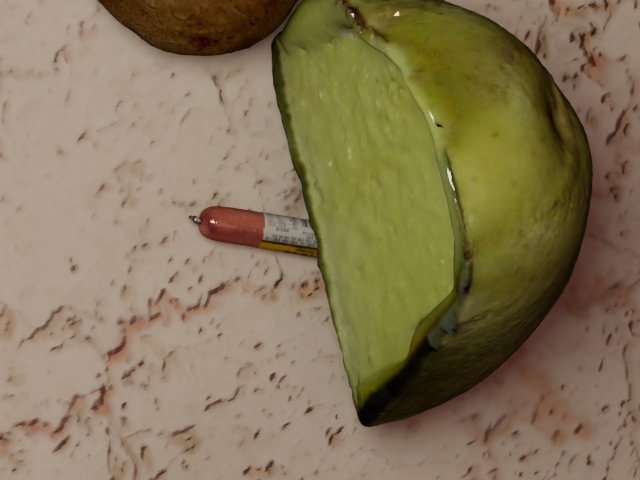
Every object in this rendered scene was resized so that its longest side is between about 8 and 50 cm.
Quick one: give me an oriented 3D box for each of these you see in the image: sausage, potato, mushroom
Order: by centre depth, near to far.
[{"bbox_3d":[0.123,-0.050,1.438,0.213,0.280,0.330,-13,86,-21],"label":"potato"},{"bbox_3d":[-0.083,-0.255,1.443,0.194,0.138,0.231,20,87,-19],"label":"mushroom"},{"bbox_3d":[0.000,0.000,1.548,0.223,0.029,0.029,10,90,-19],"label":"sausage"}]
